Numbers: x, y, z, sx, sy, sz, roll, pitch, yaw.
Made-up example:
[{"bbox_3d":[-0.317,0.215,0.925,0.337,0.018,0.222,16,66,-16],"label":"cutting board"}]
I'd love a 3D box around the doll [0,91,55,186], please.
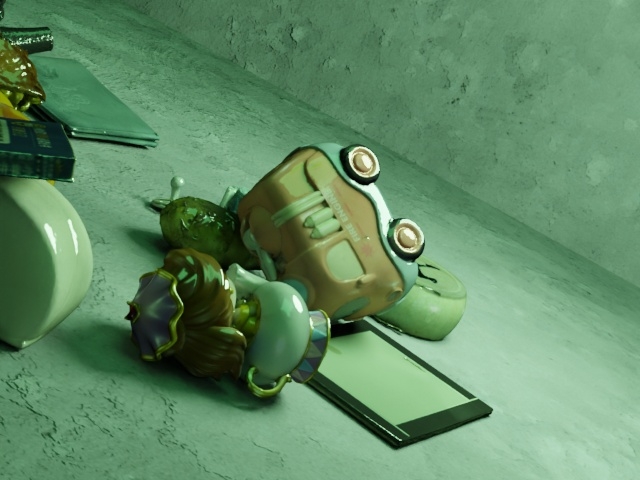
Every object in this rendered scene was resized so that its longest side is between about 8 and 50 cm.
[{"bbox_3d":[-0.471,-0.130,1.779,0.166,0.162,0.269,-12,23,-30],"label":"doll"}]

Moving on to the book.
[{"bbox_3d":[-0.495,-0.124,1.455,0.428,0.039,0.300,6,10,-14],"label":"book"}]

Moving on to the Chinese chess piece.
[{"bbox_3d":[0.145,0.082,2.255,0.237,0.092,0.238,26,16,-8],"label":"Chinese chess piece"}]

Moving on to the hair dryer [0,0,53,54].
[{"bbox_3d":[-0.555,-0.369,2.263,0.235,0.091,0.271,-12,-6,-28],"label":"hair dryer"}]

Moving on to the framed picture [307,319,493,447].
[{"bbox_3d":[0.086,0.200,1.898,0.265,0.016,0.347,33,16,23],"label":"framed picture"}]

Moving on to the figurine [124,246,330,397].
[{"bbox_3d":[-0.123,0.101,1.633,0.263,0.142,0.189,19,40,-27],"label":"figurine"}]

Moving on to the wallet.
[{"bbox_3d":[-0.472,-0.262,2.437,0.290,0.054,0.251,41,23,27],"label":"wallet"}]

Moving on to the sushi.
[{"bbox_3d":[-0.594,-0.280,2.117,0.296,0.179,0.167,24,-2,-24],"label":"sushi"}]

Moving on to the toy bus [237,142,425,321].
[{"bbox_3d":[0.000,0.000,1.977,0.232,0.194,0.288,-25,85,-39],"label":"toy bus"}]

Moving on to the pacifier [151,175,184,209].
[{"bbox_3d":[-0.246,-0.077,2.172,0.068,0.064,0.083,14,9,23],"label":"pacifier"}]

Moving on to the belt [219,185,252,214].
[{"bbox_3d":[-0.081,-0.037,2.291,0.147,0.082,0.163,31,14,31],"label":"belt"}]

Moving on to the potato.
[{"bbox_3d":[-0.152,-0.005,2.034,0.225,0.090,0.117,21,31,-33],"label":"potato"}]

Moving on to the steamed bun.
[{"bbox_3d":[-0.380,-0.003,1.486,0.241,0.164,0.146,27,13,4],"label":"steamed bun"}]
